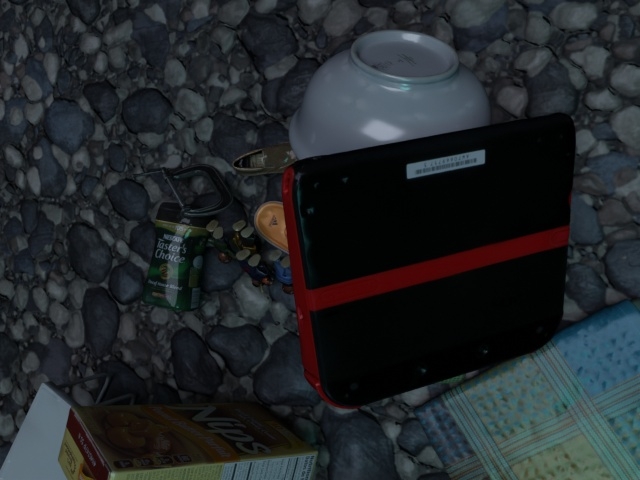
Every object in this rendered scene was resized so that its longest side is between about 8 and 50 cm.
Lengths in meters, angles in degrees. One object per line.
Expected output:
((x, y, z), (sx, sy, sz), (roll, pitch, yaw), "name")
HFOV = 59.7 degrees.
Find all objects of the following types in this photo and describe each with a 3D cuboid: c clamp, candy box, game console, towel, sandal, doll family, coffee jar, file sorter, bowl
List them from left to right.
((-0.353, 0.381, 0.947), (0.277, 0.173, 0.193), (31, 98, 16), "file sorter")
((-0.250, 0.027, 0.979), (0.096, 0.079, 0.185), (10, 90, 17), "coffee jar")
((-0.229, -0.085, 0.961), (0.161, 0.137, 0.022), (46, 146, 36), "c clamp")
((-0.183, 0.309, 0.800), (0.183, 0.316, 0.088), (18, 95, 50), "candy box")
((-0.106, 0.034, 0.924), (0.076, 0.111, 0.193), (-38, 61, -22), "doll family")
((-0.005, 0.010, 0.905), (0.265, 0.076, 0.102), (22, 95, 16), "sandal")
((0.106, -0.195, 0.762), (0.297, 0.298, 0.134), (20, 135, 17), "bowl")
((0.152, 0.031, 0.719), (0.386, 0.060, 0.342), (-13, 112, -16), "game console")
((0.359, 0.282, 0.804), (0.370, 0.040, 0.272), (-32, 78, 15), "towel")

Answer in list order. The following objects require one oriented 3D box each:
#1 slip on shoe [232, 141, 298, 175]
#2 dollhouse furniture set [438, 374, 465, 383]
((-0.087, -0.141, 0.955), (0.135, 0.041, 0.052), (-6, 86, 17), "slip on shoe")
((0.111, 0.085, 0.787), (0.197, 0.151, 0.302), (-7, 93, 0), "dollhouse furniture set")
